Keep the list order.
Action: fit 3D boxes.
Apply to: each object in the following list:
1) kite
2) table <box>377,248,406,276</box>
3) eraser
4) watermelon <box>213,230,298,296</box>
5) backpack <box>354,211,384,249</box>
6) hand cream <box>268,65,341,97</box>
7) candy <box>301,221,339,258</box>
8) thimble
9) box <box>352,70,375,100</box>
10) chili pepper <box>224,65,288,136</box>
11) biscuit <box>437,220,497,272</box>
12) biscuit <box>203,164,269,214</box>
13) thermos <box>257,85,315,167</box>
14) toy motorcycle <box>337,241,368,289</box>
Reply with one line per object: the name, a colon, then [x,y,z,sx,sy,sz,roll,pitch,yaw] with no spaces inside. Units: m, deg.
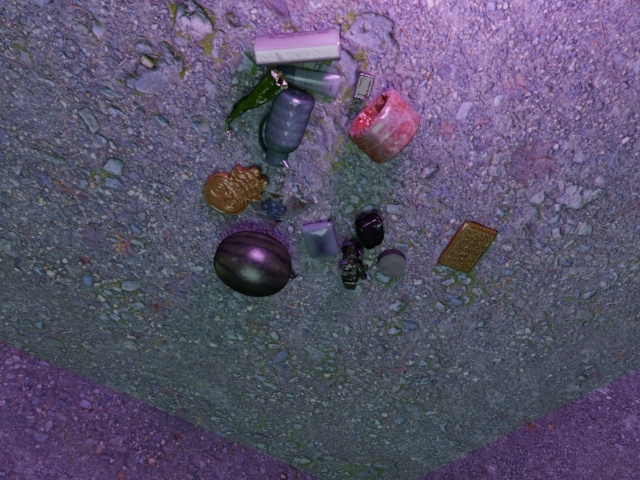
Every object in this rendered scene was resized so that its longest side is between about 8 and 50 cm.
kite: [-0.188,-0.178,1.812,0.336,0.011,0.314,12,125,-7]
table: [0.327,0.104,1.974,0.134,0.043,0.133,1,125,2]
eraser: [-0.071,-0.623,1.390,0.270,0.174,0.094,-2,127,3]
watermelon: [-0.277,0.105,1.854,0.360,0.278,0.278,21,124,-16]
backpack: [0.209,-0.040,1.841,0.120,0.105,0.165,-22,142,-8]
hand cream: [-0.056,-0.567,1.510,0.255,0.048,0.079,11,130,-9]
candy: [0.000,0.000,1.895,0.138,0.071,0.174,-9,123,9]
thimble: [0.224,-0.396,1.509,0.162,0.239,0.239,39,118,-21]
box: [0.151,-0.546,1.506,0.060,0.063,0.084,12,126,-4]
chili pepper: [-0.237,-0.482,1.508,0.085,0.076,0.359,50,140,-16]
biscuit: [0.658,0.033,1.921,0.172,0.029,0.254,18,124,-10]
biscuit: [-0.350,-0.206,1.771,0.289,0.044,0.202,-18,122,21]
thermos: [-0.143,-0.413,1.571,0.182,0.145,0.286,37,126,16]
toy motorcycle: [0.144,0.127,1.901,0.127,0.205,0.275,2,129,8]
